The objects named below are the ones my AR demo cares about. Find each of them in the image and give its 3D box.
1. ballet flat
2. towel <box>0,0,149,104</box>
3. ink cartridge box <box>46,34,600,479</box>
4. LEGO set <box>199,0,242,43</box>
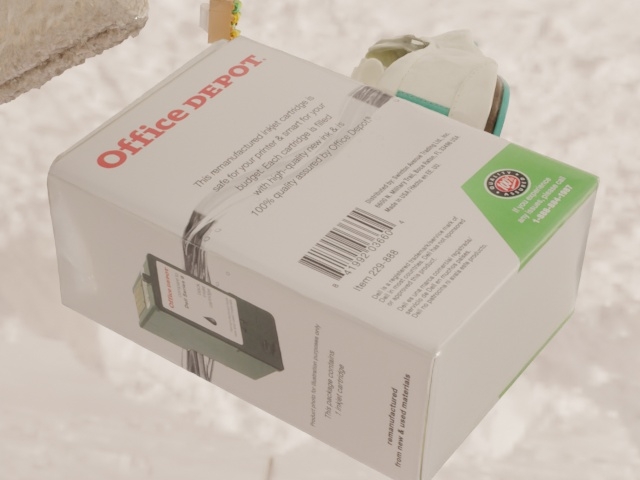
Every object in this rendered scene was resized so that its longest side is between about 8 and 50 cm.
[{"bbox_3d":[0.091,-0.144,1.442,0.139,0.139,0.400,10,-172,-2],"label":"ballet flat"},{"bbox_3d":[-0.190,-0.179,0.937,0.049,0.187,0.282,7,166,-41],"label":"towel"},{"bbox_3d":[0.000,0.000,0.983,0.289,0.211,0.121,25,134,25],"label":"ink cartridge box"},{"bbox_3d":[-0.072,-0.349,1.568,0.107,0.287,0.132,-4,171,-20],"label":"LEGO set"}]
